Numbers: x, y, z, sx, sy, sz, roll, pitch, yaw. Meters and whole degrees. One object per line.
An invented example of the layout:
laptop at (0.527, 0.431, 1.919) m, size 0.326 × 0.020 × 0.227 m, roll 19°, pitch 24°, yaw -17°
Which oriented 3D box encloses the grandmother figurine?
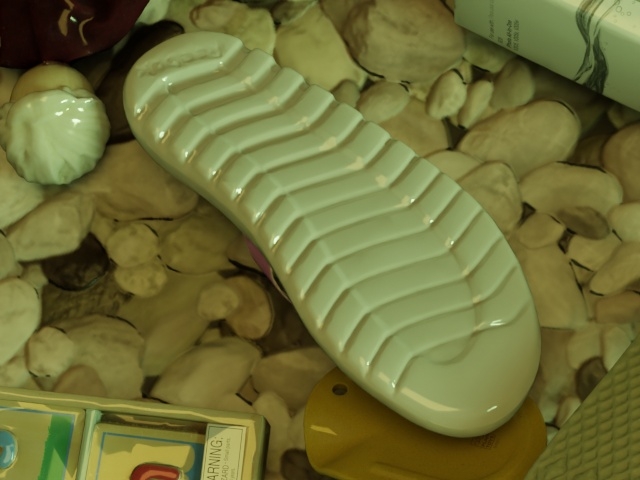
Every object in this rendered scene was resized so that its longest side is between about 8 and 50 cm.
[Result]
grandmother figurine at (-0.212, -0.212, 1.517) m, size 0.207 × 0.104 × 0.342 m, roll -10°, pitch 74°, yaw 30°

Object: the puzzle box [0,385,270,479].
puzzle box at (-0.197, 0.313, 1.379) m, size 0.272 × 0.052 × 0.409 m, roll 5°, pitch 74°, yaw 8°

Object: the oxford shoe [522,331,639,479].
oxford shoe at (0.314, 0.085, 1.298) m, size 0.449 × 0.169 × 0.130 m, roll -46°, pitch 114°, yaw -15°

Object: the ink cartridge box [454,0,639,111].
ink cartridge box at (0.269, -0.211, 1.418) m, size 0.289 × 0.121 × 0.211 m, roll 27°, pitch 75°, yaw 14°

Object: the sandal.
sandal at (0.013, -0.008, 1.434) m, size 0.169 × 0.102 × 0.416 m, roll -32°, pitch 64°, yaw -21°

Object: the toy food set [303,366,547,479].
toy food set at (0.095, 0.161, 1.378) m, size 0.217 × 0.071 × 0.128 m, roll 14°, pitch 48°, yaw 17°
